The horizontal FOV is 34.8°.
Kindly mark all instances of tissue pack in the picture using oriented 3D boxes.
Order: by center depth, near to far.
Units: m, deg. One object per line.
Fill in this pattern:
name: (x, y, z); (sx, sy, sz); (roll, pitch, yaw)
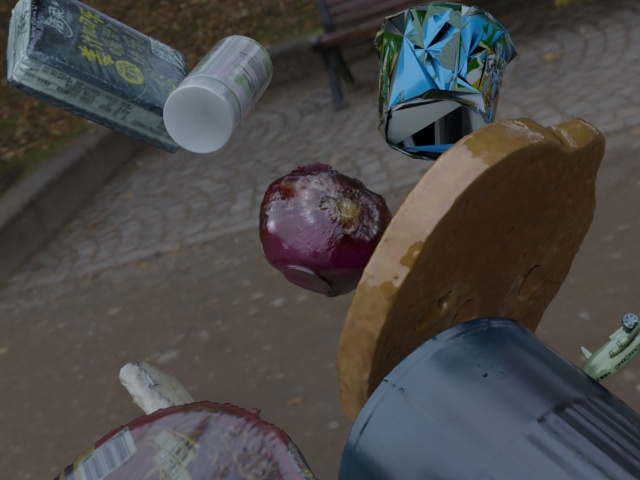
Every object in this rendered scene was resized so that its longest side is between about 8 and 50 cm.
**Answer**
tissue pack: (-0.306, -0.246, 1.444); (0.081, 0.257, 0.185); (-48, 36, 29)

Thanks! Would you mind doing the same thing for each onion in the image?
onion: (-0.004, 0.012, 1.280); (0.198, 0.173, 0.135); (116, 174, -54)

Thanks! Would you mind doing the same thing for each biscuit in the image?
biscuit: (0.157, 0.039, 1.078); (0.365, 0.385, 0.062); (-18, 45, -42)

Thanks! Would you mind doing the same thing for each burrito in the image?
burrito: (-0.164, 0.240, 1.267); (0.060, 0.087, 0.226); (-50, 57, 3)

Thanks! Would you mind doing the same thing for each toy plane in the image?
toy plane: (0.295, 0.097, 0.981); (0.111, 0.040, 0.102); (-33, -26, 4)

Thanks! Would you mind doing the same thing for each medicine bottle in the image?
medicine bottle: (-0.120, -0.180, 1.231); (0.086, 0.086, 0.183); (-13, 25, 21)

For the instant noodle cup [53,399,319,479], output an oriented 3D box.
instant noodle cup: (-0.101, 0.243, 0.673); (0.274, 0.091, 0.274); (-21, 42, 20)

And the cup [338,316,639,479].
cup: (0.198, 0.261, 0.850); (0.242, 0.308, 0.292); (-26, 38, -24)

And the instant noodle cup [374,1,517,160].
instant noodle cup: (0.194, -0.249, 1.670); (0.240, 0.240, 0.178); (-10, 58, 30)
